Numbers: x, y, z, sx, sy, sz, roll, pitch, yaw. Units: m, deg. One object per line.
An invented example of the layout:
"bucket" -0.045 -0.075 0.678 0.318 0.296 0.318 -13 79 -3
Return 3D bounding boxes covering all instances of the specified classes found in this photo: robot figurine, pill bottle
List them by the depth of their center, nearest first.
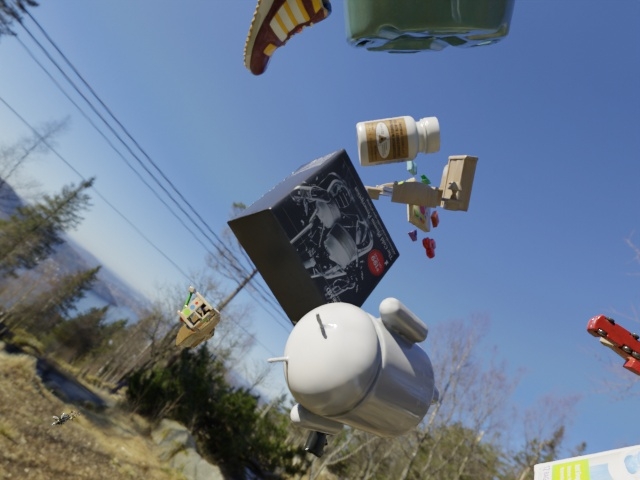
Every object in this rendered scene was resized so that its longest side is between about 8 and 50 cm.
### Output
"robot figurine" 0.074 0.242 0.801 0.353 0.300 0.200 34 5 -33
"pill bottle" 0.225 -0.293 1.251 0.229 0.131 0.131 -7 -31 5

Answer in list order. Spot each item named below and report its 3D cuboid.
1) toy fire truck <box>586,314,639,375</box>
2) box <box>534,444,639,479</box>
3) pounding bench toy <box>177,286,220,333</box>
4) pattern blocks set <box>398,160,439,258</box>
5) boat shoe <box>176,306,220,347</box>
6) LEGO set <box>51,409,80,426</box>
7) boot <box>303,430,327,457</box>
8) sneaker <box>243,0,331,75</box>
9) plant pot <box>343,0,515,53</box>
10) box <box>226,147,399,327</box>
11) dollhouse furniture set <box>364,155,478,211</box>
"toy fire truck" 0.752 0.263 1.072 0.192 0.047 0.135 35 -9 15
"box" 0.274 0.218 0.303 0.203 0.114 0.103 -30 -100 28
"pounding bench toy" -0.269 0.146 0.904 0.083 0.065 0.052 41 -15 21
"pattern blocks set" 0.364 -0.125 1.583 0.026 0.324 0.285 -15 -42 38
"boat shoe" -0.284 0.213 1.032 0.059 0.063 0.170 27 -47 -34
"LEGO set" -0.621 0.438 1.044 0.023 0.054 0.083 59 11 19
"boot" -0.010 0.428 0.964 0.045 0.099 0.121 11 -27 32
"sneaker" -0.034 -0.269 0.514 0.084 0.069 0.185 18 -38 -14
"plant pot" 0.165 -0.474 0.641 0.341 0.341 0.334 18 -64 46
"box" 0.000 0.000 1.091 0.179 0.312 0.343 -11 -64 46
"dollhouse furniture set" 0.291 -0.205 1.366 0.356 0.173 0.303 7 8 -10
